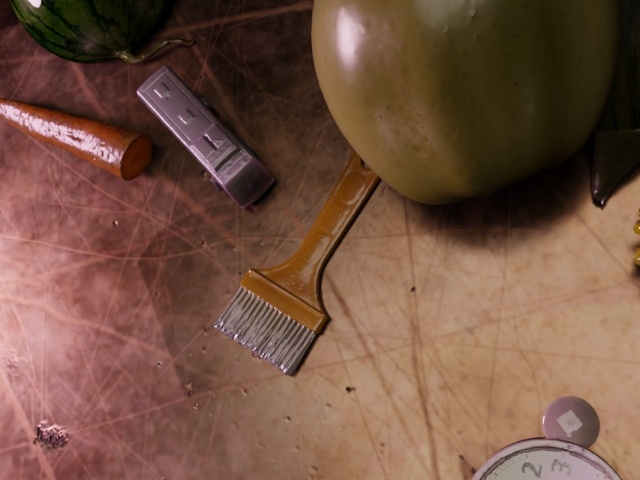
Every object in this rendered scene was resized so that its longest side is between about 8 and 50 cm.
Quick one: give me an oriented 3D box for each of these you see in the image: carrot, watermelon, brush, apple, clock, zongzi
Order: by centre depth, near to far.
[{"bbox_3d":[0.339,-0.162,0.747,0.125,0.251,0.274,17,87,-22],"label":"zongzi"},{"bbox_3d":[0.204,0.251,0.778,0.156,0.063,0.229,11,84,15],"label":"clock"},{"bbox_3d":[0.132,-0.173,0.783,0.279,0.279,0.279,-4,77,16],"label":"apple"},{"bbox_3d":[0.000,0.000,0.917,0.103,0.013,0.272,30,87,20],"label":"brush"},{"bbox_3d":[-0.273,-0.314,1.008,0.204,0.127,0.232,-15,80,9],"label":"watermelon"},{"bbox_3d":[-0.296,-0.125,1.014,0.224,0.057,0.057,20,84,22],"label":"carrot"}]

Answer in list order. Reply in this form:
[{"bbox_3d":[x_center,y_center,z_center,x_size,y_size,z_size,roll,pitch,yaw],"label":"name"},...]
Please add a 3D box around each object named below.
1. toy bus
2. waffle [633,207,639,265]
[{"bbox_3d":[-0.124,-0.112,0.948,0.057,0.072,0.172,-43,71,-1],"label":"toy bus"},{"bbox_3d":[0.381,-0.003,0.776,0.197,0.070,0.193,16,82,19],"label":"waffle"}]
